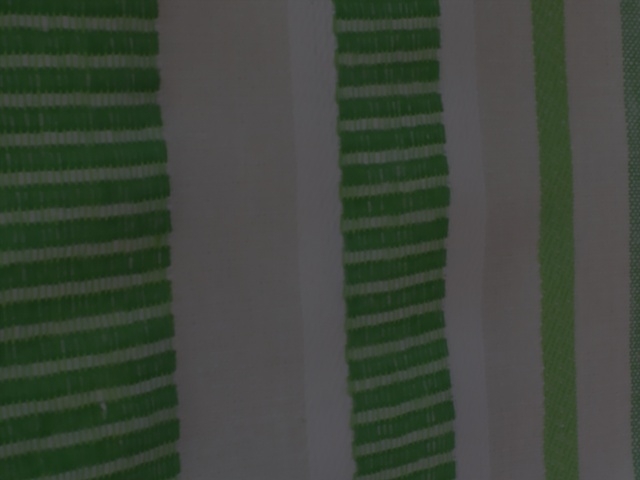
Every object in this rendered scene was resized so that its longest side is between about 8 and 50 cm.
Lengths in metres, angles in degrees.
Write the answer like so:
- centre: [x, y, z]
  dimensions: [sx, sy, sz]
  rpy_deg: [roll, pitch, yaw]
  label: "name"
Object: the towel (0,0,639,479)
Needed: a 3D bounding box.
- centre: [0.000, 0.000, 0.402]
  dimensions: [0.325, 0.248, 0.038]
  rpy_deg: [-11, 12, -38]
  label: "towel"
